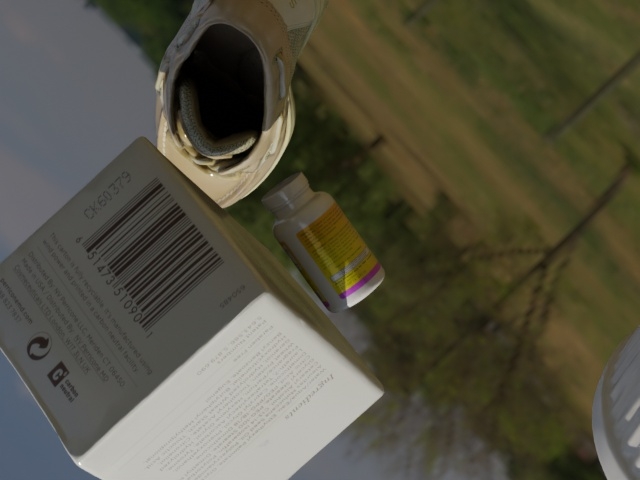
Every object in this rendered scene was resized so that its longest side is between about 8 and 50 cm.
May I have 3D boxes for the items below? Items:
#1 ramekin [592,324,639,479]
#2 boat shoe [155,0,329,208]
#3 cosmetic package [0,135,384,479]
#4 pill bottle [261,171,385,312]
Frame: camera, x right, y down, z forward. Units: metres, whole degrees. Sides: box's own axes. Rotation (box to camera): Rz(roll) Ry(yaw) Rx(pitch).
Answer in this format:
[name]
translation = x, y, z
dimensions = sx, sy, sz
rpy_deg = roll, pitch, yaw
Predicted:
[ramekin]
translation = 0.271, 0.094, 1.046
dimensions = 0.207, 0.207, 0.109
rpy_deg = 47, 141, 26
[boat shoe]
translation = -0.072, -0.097, 1.280
dimensions = 0.109, 0.098, 0.302
rpy_deg = 27, 148, -1
[cosmetic package]
translation = -0.086, 0.065, 1.123
dimensions = 0.151, 0.151, 0.183
rpy_deg = 49, -177, 35
[pill bottle]
translation = 0.000, 0.000, 1.110
dimensions = 0.083, 0.043, 0.043
rpy_deg = 55, 180, -10
